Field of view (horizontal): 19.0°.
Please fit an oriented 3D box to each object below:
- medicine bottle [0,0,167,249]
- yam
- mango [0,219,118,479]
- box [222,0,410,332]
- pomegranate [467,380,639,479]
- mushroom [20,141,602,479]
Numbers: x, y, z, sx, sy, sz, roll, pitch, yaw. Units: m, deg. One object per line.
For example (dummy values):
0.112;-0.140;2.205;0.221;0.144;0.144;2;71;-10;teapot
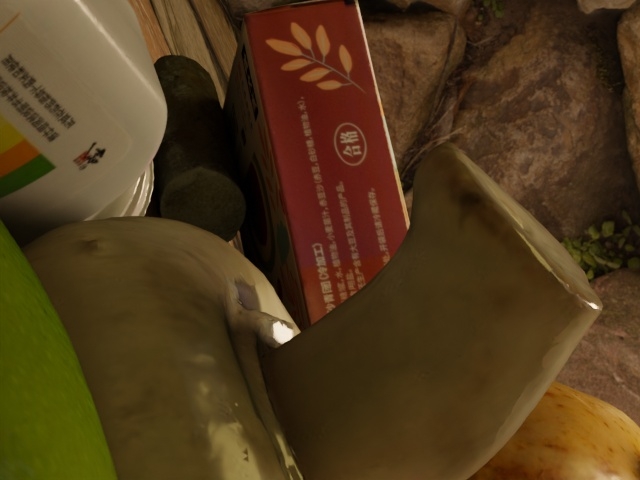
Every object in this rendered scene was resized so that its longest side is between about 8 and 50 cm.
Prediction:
-0.180;-0.078;0.941;0.324;0.179;0.124;54;13;-71;medicine bottle
-0.138;-0.100;2.009;0.259;0.093;0.093;-107;171;-54;yam
-0.156;0.067;0.661;0.343;0.156;0.192;-110;175;-48;mango
0.000;0.000;1.950;0.344;0.122;0.385;113;-34;-72;box
0.179;0.281;1.680;0.410;0.410;0.410;-24;90;-85;pomegranate
-0.063;0.105;0.950;0.315;0.315;0.356;-103;-157;-65;mushroom
